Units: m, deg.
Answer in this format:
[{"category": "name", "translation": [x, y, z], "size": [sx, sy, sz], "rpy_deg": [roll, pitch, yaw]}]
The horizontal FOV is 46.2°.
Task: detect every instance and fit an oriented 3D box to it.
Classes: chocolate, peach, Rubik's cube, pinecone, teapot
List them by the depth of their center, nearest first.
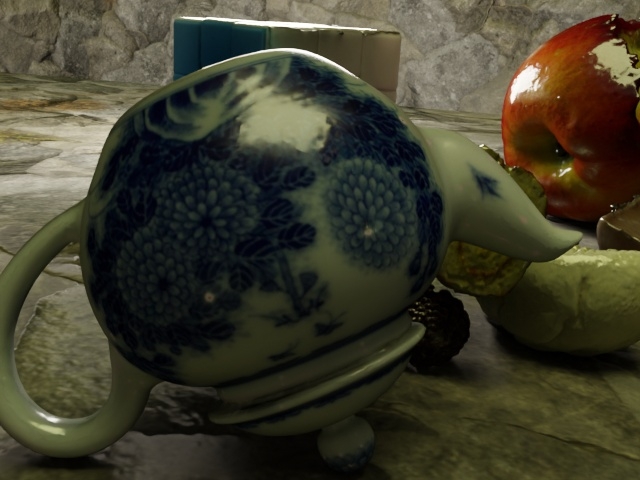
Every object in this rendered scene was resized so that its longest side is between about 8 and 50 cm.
[{"category": "teapot", "translation": [-0.027, 0.027, 0.518], "size": [0.424, 0.280, 0.252], "rpy_deg": [-21, 0, -4]}, {"category": "pinecone", "translation": [0.100, 0.078, 0.691], "size": [0.077, 0.077, 0.083], "rpy_deg": [9, 0, 15]}, {"category": "chocolate", "translation": [0.452, 0.015, 0.975], "size": [0.161, 0.083, 0.261], "rpy_deg": [36, 33, 31]}, {"category": "peach", "translation": [0.472, -0.198, 1.276], "size": [0.310, 0.335, 0.406], "rpy_deg": [-25, 9, 42]}, {"category": "Rubik's cube", "translation": [-0.065, -0.229, 1.303], "size": [0.291, 0.290, 0.292], "rpy_deg": [-10, 21, -40]}]

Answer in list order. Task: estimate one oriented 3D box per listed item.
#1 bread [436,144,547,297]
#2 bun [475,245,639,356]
[{"category": "bread", "translation": [0.136, -0.022, 0.701], "size": [0.103, 0.132, 0.172], "rpy_deg": [17, 5, -8]}, {"category": "bun", "translation": [0.243, 0.056, 0.753], "size": [0.188, 0.111, 0.164], "rpy_deg": [4, 2, 26]}]
